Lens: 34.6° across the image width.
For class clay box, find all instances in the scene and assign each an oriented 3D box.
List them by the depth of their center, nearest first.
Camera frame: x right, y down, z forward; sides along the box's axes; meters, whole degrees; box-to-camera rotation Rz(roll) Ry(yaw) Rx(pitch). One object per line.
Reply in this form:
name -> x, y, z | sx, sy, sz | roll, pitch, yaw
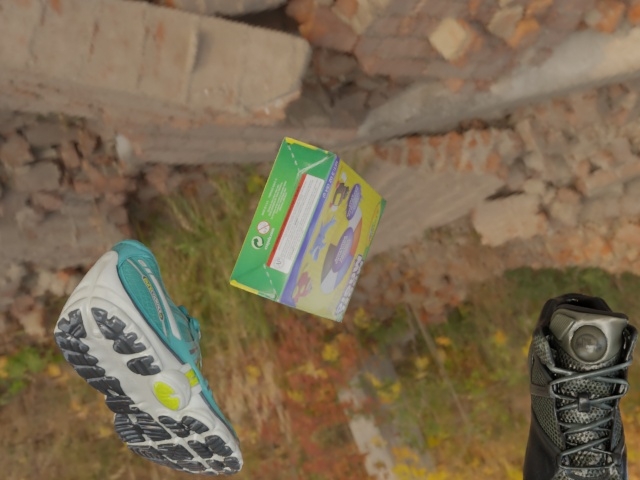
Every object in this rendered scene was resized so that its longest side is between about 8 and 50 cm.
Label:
clay box -> 0.000, 0.000, 0.908 | 0.127, 0.053, 0.222 | -69, 161, -2

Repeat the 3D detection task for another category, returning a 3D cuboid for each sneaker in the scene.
sneaker -> 0.202, 0.137, 0.803 | 0.087, 0.227, 0.130 | 0, 145, 10
sneaker -> -0.130, 0.116, 0.911 | 0.107, 0.110, 0.275 | -2, 134, 20
